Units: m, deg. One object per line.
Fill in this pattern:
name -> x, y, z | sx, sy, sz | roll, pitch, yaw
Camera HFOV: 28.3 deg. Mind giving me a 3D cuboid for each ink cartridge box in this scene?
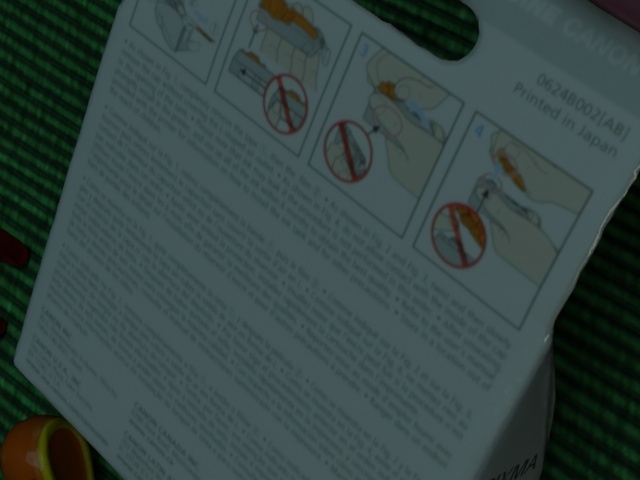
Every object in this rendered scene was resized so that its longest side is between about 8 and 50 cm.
ink cartridge box -> 0.000, 0.000, 0.662 | 0.308, 0.091, 0.385 | 39, 120, 29

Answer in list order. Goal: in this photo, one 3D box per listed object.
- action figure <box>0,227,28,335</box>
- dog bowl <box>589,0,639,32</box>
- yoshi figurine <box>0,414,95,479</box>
action figure -> -0.361, -0.005, 0.896 | 0.280, 0.139, 0.091 | 10, 79, 29
dog bowl -> 0.238, -0.183, 0.545 | 0.408, 0.408, 0.150 | 43, 131, 28
yoshi figurine -> -0.333, 0.186, 0.806 | 0.362, 0.203, 0.203 | -16, 53, 22
